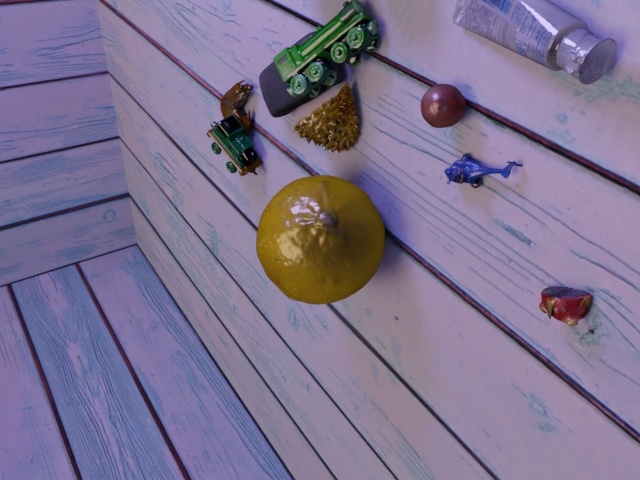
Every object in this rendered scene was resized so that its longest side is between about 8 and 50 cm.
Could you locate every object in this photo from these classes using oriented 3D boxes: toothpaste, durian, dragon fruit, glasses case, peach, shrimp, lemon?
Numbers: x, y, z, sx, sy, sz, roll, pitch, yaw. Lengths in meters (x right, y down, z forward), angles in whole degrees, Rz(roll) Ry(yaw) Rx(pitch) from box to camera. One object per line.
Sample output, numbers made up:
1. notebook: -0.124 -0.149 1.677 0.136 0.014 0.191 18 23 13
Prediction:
1. toothpaste: 0.309 -0.333 0.850 0.299 0.073 0.113 54 149 40
2. durian: 0.021 -0.285 1.345 0.183 0.165 0.132 -1 66 37
3. dragon fruit: 0.412 0.113 0.951 0.083 0.060 0.056 15 117 54
4. glasses case: -0.058 -0.412 1.406 0.323 0.074 0.131 -8 100 61
5. peach: 0.225 -0.246 1.022 0.083 0.083 0.083 38 138 44
6. shrimp: -0.259 -0.420 1.765 0.150 0.068 0.249 53 155 4
7. lemon: -0.001 0.001 1.343 0.336 0.336 0.335 38 138 44

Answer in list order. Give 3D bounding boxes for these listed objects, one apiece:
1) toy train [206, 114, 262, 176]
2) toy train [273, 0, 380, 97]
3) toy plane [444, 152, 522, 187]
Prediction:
1. toy train: -0.271 -0.304 1.777 0.227 0.091 0.136 50 150 6
2. toy train: 0.013 -0.410 1.202 0.251 0.085 0.119 -31 80 31
3. toy plane: 0.289 -0.130 1.025 0.167 0.054 0.062 12 92 58
